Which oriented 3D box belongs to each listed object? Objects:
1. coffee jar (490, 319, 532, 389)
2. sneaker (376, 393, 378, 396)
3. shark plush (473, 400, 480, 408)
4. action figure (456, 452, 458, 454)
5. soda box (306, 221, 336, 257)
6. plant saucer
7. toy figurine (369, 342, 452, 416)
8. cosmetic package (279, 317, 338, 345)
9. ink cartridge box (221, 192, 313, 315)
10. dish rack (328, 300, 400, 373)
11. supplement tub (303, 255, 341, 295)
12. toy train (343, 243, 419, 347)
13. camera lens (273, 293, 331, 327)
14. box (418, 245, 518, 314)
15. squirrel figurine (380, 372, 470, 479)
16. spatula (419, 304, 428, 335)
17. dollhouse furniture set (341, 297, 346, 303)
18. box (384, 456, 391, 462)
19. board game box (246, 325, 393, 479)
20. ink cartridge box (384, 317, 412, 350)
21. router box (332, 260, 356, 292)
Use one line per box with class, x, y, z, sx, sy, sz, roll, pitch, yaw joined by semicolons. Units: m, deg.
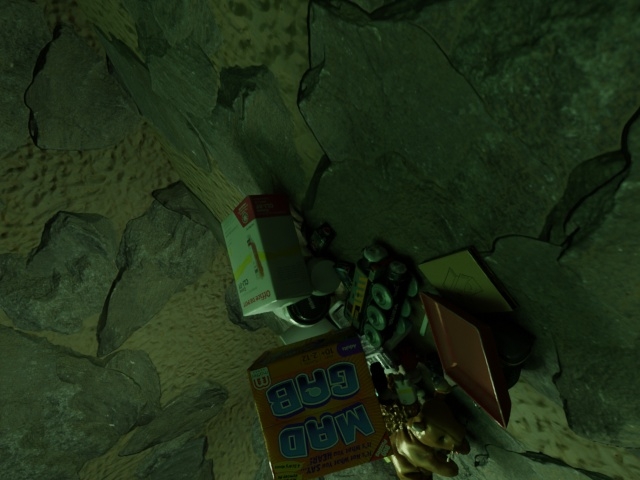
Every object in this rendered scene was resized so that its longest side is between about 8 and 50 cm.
coffee jar;0.421;0.265;0.944;0.096;0.079;0.184;45;159;38
sneaker;0.298;0.725;1.873;0.150;0.135;0.366;61;150;0
shark plush;0.480;0.470;1.186;0.067;0.073;0.161;3;129;24
action figure;0.532;0.856;1.703;0.115;0.038;0.030;4;106;64
soda box;0.000;0.000;1.418;0.060;0.053;0.169;50;158;8
plant saucer;0.343;0.259;0.963;0.258;0.048;0.258;-142;30;-73
toy figurine;0.289;0.455;1.330;0.210;0.213;0.148;1;112;59
cosmetic package;-0.006;0.491;1.860;0.161;0.230;0.453;56;167;-15
ink cartridge box;-0.206;0.057;1.502;0.279;0.161;0.384;-32;71;50
dish rack;0.180;0.366;1.604;0.332;0.072;0.285;49;159;9
supplement tub;-0.021;0.132;1.542;0.144;0.144;0.200;58;159;-13
toy train;0.163;0.166;1.191;0.190;0.142;0.333;45;145;37
camera lens;-0.099;0.251;1.782;0.219;0.219;0.274;58;158;-14
box;0.332;0.101;0.948;0.164;0.021;0.201;52;158;0
squirrel figurine;0.347;0.676;1.496;0.397;0.281;0.370;35;146;33
spatula;0.350;0.262;1.167;0.168;0.019;0.241;39;155;29
dollhouse furniture set;0.116;0.154;1.347;0.081;0.114;0.091;60;160;-8
box;0.362;0.861;1.787;0.058;0.232;0.087;46;157;24
board game box;-0.001;0.522;1.374;0.356;0.357;0.355;78;176;-84
ink cartridge box;0.200;0.260;1.351;0.180;0.104;0.060;41;158;29
router box;0.104;0.133;1.435;0.122;0.038;0.092;60;158;-18
